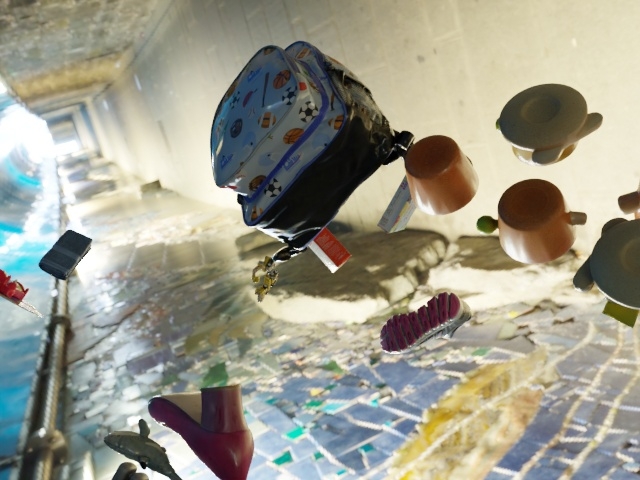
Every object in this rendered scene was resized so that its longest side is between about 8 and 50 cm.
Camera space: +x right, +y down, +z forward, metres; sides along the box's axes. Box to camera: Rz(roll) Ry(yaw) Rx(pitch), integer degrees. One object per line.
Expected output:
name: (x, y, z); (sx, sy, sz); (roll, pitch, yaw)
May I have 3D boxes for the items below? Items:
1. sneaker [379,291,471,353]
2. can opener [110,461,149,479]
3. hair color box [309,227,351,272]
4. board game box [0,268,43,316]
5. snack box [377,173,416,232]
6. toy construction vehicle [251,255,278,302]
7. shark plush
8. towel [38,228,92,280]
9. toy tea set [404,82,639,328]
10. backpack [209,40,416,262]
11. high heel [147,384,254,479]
sneaker: (0.170, 0.137, 1.053); (0.170, 0.075, 0.063); (-37, 52, 34)
can opener: (-0.427, 0.576, 1.325); (0.074, 0.280, 0.093); (27, -179, 25)
hair color box: (0.000, 0.000, 1.436); (0.141, 0.043, 0.072); (47, 166, 4)
board game box: (-0.517, 0.070, 1.096); (0.133, 0.033, 0.169); (40, 165, -34)
snack box: (0.192, -0.088, 1.499); (0.037, 0.100, 0.141); (35, 111, 19)
toy construction vehicle: (-0.123, 0.079, 1.439); (0.035, 0.098, 0.086); (17, 132, 11)
shark plush: (-0.307, 0.390, 1.167); (0.161, 0.073, 0.067); (44, -175, 11)
towel: (-0.533, 0.029, 1.394); (0.029, 0.067, 0.119); (-57, 8, 41)
toy tea set: (0.245, -0.039, 0.660); (0.336, 0.200, 0.124); (33, 166, 40)
backpack: (-0.039, -0.155, 0.968); (0.213, 0.276, 0.263); (35, -155, -32)
high heel: (-0.249, 0.385, 1.296); (0.377, 0.127, 0.181); (-28, 65, 57)
